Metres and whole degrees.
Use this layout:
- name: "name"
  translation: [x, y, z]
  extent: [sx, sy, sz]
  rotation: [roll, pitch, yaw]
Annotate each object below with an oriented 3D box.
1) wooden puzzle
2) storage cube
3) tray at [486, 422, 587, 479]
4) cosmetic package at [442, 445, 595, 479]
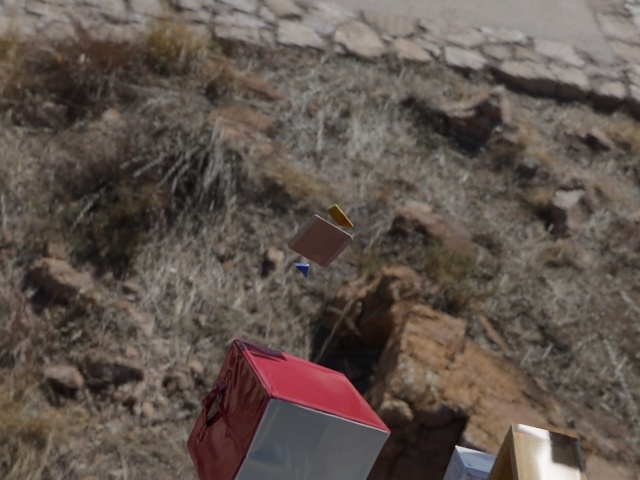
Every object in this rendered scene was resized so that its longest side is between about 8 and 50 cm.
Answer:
- name: "wooden puzzle"
  translation: [0.000, 0.000, 1.411]
  extent: [0.078, 0.116, 0.014]
  rotation: [39, 22, -30]
- name: "storage cube"
  translation: [-0.051, 0.274, 1.340]
  extent: [0.214, 0.184, 0.193]
  rotation: [22, 8, -24]
- name: "tray"
  translation: [0.159, 0.397, 0.933]
  extent: [0.076, 0.411, 0.203]
  rotation: [14, 32, -3]
- name: "cosmetic package"
  translation: [0.267, 0.334, 1.215]
  extent: [0.238, 0.099, 0.060]
  rotation: [16, 16, -9]
